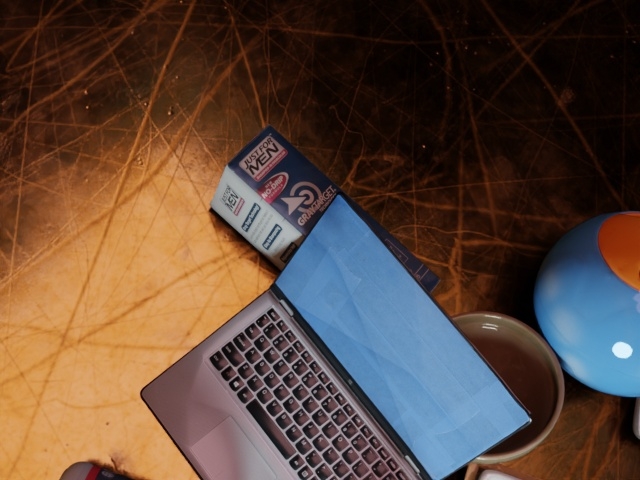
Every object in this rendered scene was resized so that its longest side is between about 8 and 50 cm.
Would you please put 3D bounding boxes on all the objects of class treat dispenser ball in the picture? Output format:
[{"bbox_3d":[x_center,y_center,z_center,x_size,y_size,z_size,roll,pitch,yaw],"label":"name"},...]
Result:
[{"bbox_3d":[0.478,0.097,1.317,0.288,0.288,0.288,2,76,-10],"label":"treat dispenser ball"}]

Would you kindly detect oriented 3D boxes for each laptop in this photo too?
[{"bbox_3d":[-0.007,0.225,1.165,0.408,0.236,0.382,-38,77,-5],"label":"laptop"}]

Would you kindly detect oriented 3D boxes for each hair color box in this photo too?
[{"bbox_3d":[0.000,0.000,1.306,0.347,0.174,0.105,42,65,1],"label":"hair color box"}]

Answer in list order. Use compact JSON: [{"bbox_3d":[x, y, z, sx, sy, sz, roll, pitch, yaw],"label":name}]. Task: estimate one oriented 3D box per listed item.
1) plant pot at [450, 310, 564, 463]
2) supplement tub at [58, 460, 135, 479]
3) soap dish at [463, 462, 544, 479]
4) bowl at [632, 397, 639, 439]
[{"bbox_3d":[0.249,0.237,1.315,0.238,0.109,0.237,-3,59,5],"label":"plant pot"},{"bbox_3d":[-0.249,0.432,1.152,0.272,0.191,0.191,23,74,-5],"label":"supplement tub"},{"bbox_3d":[0.319,0.481,1.285,0.291,0.118,0.228,22,74,-4],"label":"soap dish"},{"bbox_3d":[0.587,0.283,1.415,0.142,0.053,0.141,18,74,-5],"label":"bowl"}]
